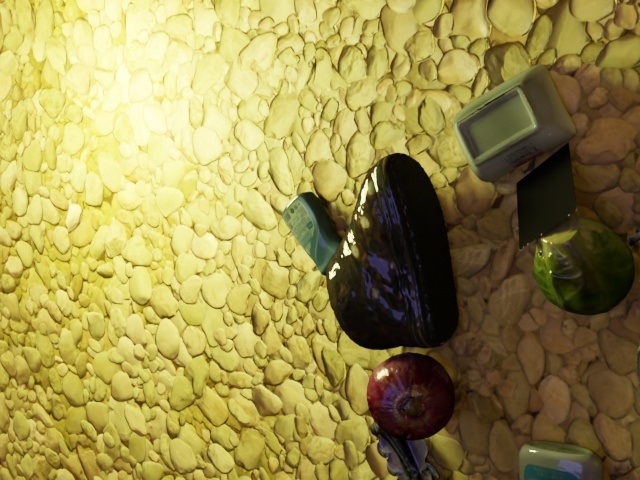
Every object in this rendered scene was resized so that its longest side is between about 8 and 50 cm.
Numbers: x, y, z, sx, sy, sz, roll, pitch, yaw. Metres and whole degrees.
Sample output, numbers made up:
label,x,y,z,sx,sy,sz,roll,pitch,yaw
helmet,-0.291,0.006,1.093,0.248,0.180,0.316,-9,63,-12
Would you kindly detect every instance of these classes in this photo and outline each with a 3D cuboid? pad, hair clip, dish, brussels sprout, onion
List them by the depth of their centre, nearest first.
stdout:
label,x,y,z,sx,sy,sz,roll,pitch,yaw
brussels sprout,0.448,0.040,1.622,0.161,0.144,0.180,14,141,44
pad,0.390,-0.078,1.653,0.004,0.190,0.127,34,128,-21
dish,0.333,-0.207,1.718,0.212,0.077,0.151,-30,78,37
onion,0.179,0.308,1.876,0.177,0.153,0.177,-2,85,24
hair clip,0.171,0.444,1.964,0.124,0.052,0.195,-39,78,41

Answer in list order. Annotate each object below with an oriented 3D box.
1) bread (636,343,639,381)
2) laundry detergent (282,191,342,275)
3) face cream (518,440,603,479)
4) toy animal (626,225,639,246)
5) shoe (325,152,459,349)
label,x,y,z,sx,sy,sz,roll,pitch,yaw
bread,0.636,0.207,1.520,0.267,0.040,0.267,20,128,27
laundry detergent,-0.001,0.000,2.022,0.096,0.061,0.206,-42,71,32
face cream,0.443,0.542,1.742,0.163,0.080,0.336,2,98,42
toy animal,0.602,0.059,1.540,0.170,0.090,0.255,-30,97,35
shoe,0.120,0.029,1.862,0.237,0.171,0.384,-8,99,35
